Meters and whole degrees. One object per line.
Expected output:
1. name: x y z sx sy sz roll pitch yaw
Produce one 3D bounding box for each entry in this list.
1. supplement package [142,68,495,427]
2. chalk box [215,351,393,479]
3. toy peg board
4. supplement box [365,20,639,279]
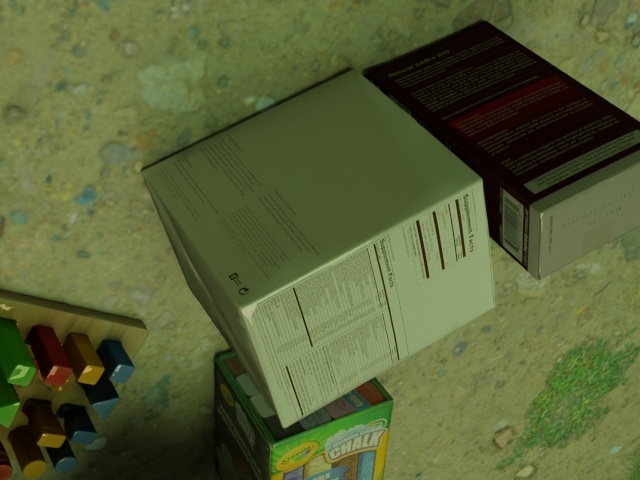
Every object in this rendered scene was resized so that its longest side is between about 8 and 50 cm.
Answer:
1. supplement package: 0.000 0.000 0.817 0.203 0.194 0.149 -28 135 -13
2. chalk box: -0.019 0.175 0.984 0.132 0.132 0.213 -15 131 -25
3. toy peg board: -0.237 0.139 0.846 0.161 0.079 0.161 19 111 -42
4. supplement box: 0.154 -0.084 0.825 0.130 0.239 0.073 -25 135 -16
